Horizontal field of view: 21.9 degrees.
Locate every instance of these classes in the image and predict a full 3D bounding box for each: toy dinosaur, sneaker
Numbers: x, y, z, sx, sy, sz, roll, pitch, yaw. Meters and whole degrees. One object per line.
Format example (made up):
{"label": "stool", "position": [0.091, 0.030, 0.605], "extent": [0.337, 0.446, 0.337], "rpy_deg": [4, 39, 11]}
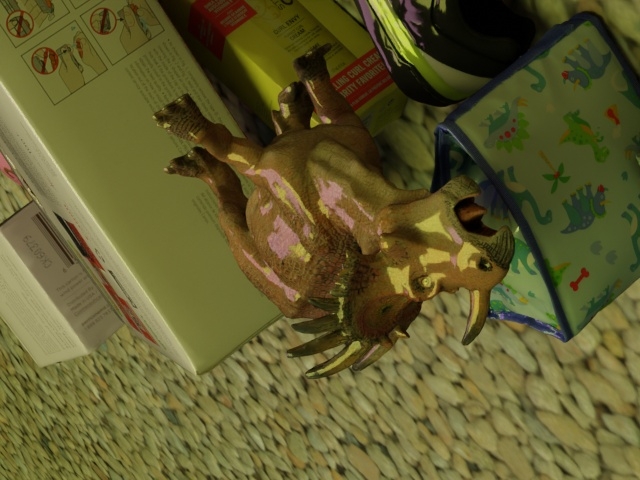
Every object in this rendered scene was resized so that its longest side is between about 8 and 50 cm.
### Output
{"label": "toy dinosaur", "position": [0.000, 0.000, 1.008], "extent": [0.200, 0.127, 0.295], "rpy_deg": [60, 169, 6]}
{"label": "sneaker", "position": [0.057, -0.192, 1.001], "extent": [0.097, 0.084, 0.234], "rpy_deg": [-22, 108, 39]}

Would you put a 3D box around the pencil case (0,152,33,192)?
{"label": "pencil case", "position": [-0.291, -0.187, 1.458], "extent": [0.386, 0.167, 0.160], "rpy_deg": [45, 176, 13]}

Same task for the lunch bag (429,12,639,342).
{"label": "lunch bag", "position": [0.137, -0.039, 0.978], "extent": [0.096, 0.129, 0.151], "rpy_deg": [17, 139, 50]}

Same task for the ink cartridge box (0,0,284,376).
{"label": "ink cartridge box", "position": [-0.158, -0.075, 1.241], "extent": [0.309, 0.130, 0.272], "rpy_deg": [57, 167, -15]}

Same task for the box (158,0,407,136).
{"label": "box", "position": [-0.046, -0.156, 1.184], "extent": [0.232, 0.087, 0.058], "rpy_deg": [45, 154, 16]}

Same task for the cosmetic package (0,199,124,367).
{"label": "cosmetic package", "position": [-0.249, 0.021, 1.684], "extent": [0.151, 0.151, 0.184], "rpy_deg": [55, 156, -7]}

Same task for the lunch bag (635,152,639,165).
{"label": "lunch bag", "position": [0.229, -0.024, 0.935], "extent": [0.083, 0.053, 0.071], "rpy_deg": [23, 141, 62]}
